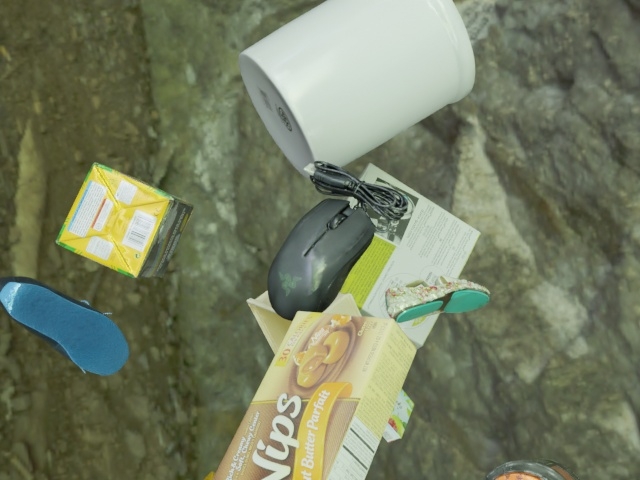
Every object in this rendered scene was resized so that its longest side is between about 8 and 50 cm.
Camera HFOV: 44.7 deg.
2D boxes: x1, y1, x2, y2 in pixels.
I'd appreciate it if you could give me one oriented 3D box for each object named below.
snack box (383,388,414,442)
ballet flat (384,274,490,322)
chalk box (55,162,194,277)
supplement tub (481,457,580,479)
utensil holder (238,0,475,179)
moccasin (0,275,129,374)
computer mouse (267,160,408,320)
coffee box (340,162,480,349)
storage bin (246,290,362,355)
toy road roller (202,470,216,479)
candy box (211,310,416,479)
[{"bbox_3d":[0.117,0.306,1.515,0.141,0.037,0.100,51,35,-13],"label":"snack box"},{"bbox_3d":[0.233,0.106,1.563,0.077,0.241,0.091,64,-35,33],"label":"ballet flat"},{"bbox_3d":[-0.288,-0.026,1.199,0.213,0.132,0.132,83,31,-88],"label":"chalk box"},{"bbox_3d":[0.416,0.535,1.529,0.338,0.207,0.207,31,44,-63],"label":"supplement tub"},{"bbox_3d":[0.071,-0.346,1.618,0.327,0.385,0.327,54,-11,16],"label":"utensil holder"},{"bbox_3d":[-0.541,0.164,1.656,0.117,0.138,0.342,22,-23,44],"label":"moccasin"},{"bbox_3d":[0.000,0.000,1.252,0.272,0.188,0.072,-59,157,-11],"label":"computer mouse"},{"bbox_3d":[0.143,0.078,1.982,0.338,0.334,0.337,-59,-178,-22],"label":"coffee box"},{"bbox_3d":[-0.005,0.232,1.786,0.262,0.123,0.260,11,-49,53],"label":"storage bin"},{"bbox_3d":[-0.234,0.667,1.581,0.202,0.329,0.240,38,9,-8],"label":"toy road roller"},{"bbox_3d":[-0.010,0.254,1.084,0.087,0.183,0.316,50,54,-37],"label":"candy box"}]
